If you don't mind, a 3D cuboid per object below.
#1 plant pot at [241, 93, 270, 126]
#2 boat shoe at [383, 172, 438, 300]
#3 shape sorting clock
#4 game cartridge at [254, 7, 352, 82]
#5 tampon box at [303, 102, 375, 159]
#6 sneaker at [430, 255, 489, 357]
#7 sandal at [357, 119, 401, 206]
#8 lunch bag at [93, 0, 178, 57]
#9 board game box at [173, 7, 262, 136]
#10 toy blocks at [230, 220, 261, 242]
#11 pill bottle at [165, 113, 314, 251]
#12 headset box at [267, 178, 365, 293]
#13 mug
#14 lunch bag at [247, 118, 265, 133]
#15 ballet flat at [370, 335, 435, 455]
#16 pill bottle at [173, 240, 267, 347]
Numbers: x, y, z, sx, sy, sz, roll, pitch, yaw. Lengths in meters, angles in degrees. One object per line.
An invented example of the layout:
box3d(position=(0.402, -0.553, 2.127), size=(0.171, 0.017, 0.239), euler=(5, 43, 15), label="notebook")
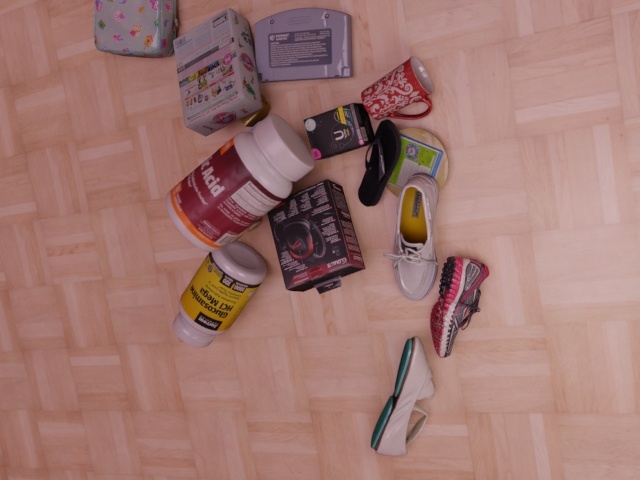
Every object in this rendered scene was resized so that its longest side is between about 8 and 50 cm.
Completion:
box3d(position=(-0.201, -0.397, 1.959), size=(0.083, 0.081, 0.081), euler=(-38, 83, 21), label="plant pot")
box3d(position=(0.249, 0.011, 1.769), size=(0.135, 0.156, 0.367), euler=(13, 113, 22), label="boat shoe")
box3d(position=(0.255, -0.208, 1.803), size=(0.206, 0.040, 0.206), euler=(9, 112, 24), label="shape sorting clock")
box3d(position=(-0.049, -0.560, 1.874), size=(0.297, 0.062, 0.198), euler=(3, 97, 24), label="game cartridge")
box3d(position=(0.054, -0.307, 1.843), size=(0.161, 0.101, 0.120), euler=(-15, 93, 26), label="tampon box")
box3d(position=(0.376, 0.192, 1.786), size=(0.112, 0.121, 0.299), euler=(8, 113, -8), label="sneaker")
box3d(position=(0.157, -0.207, 1.806), size=(0.097, 0.054, 0.255), euler=(39, 124, 41), label="sandal")
box3d(position=(-0.579, -0.695, 2.061), size=(0.279, 0.108, 0.224), euler=(9, 100, 22), label="lunch bag")
box3d(position=(-0.305, -0.493, 1.926), size=(0.224, 0.097, 0.303), euler=(-20, 69, 27), label="board game box")
box3d(position=(-0.274, -0.083, 2.031), size=(0.148, 0.123, 0.054), euler=(52, 153, 7), label="toy blocks")
box3d(position=(-0.224, -0.162, 1.840), size=(0.392, 0.224, 0.224), euler=(-37, 83, 17), label="pill bottle")
box3d(position=(-0.013, 0.004, 1.878), size=(0.218, 0.110, 0.293), euler=(-22, 73, 23), label="headset box")
box3d(position=(0.209, -0.386, 1.756), size=(0.169, 0.113, 0.150), euler=(-25, 87, 30), label="mug")
box3d(position=(-0.173, -0.318, 1.975), size=(0.083, 0.053, 0.071), euler=(-34, 83, 36), label="lunch bag")
box3d(position=(0.259, 0.457, 1.890), size=(0.139, 0.139, 0.400), euler=(24, 112, 19), label="ballet flat")
box3d(position=(-0.326, 0.173, 2.058), size=(0.188, 0.188, 0.334), euler=(41, 113, 13), label="pill bottle")
